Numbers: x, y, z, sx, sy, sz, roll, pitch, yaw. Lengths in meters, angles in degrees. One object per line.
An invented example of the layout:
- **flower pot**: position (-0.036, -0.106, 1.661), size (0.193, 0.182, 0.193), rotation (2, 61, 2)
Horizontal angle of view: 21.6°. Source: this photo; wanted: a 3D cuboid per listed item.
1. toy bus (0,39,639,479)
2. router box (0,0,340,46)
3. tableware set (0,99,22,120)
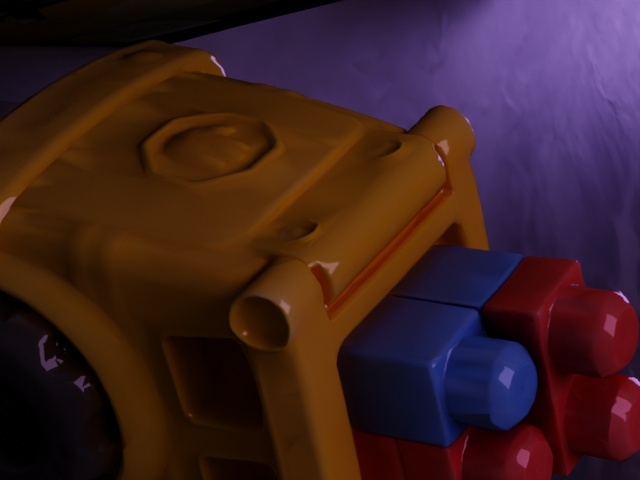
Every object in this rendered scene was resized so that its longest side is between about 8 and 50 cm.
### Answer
- **toy bus**: position (0.002, 0.061, 0.542), size (0.149, 0.211, 0.220), rotation (-46, 135, -44)
- **router box**: position (-0.028, -0.123, 0.502), size (0.243, 0.309, 0.081), rotation (-8, 90, -52)
- **tableware set**: position (-0.134, 0.003, 0.551), size (0.194, 0.039, 0.128), rotation (3, 78, -51)
